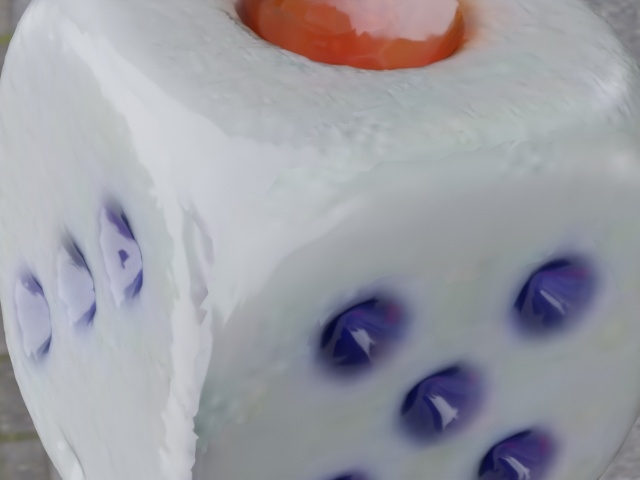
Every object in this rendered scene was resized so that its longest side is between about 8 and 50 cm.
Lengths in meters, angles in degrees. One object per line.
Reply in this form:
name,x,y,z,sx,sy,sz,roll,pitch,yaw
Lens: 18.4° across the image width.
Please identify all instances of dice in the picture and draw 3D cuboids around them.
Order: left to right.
dice,0.000,0.000,0.695,0.193,0.194,0.192,49,141,44
